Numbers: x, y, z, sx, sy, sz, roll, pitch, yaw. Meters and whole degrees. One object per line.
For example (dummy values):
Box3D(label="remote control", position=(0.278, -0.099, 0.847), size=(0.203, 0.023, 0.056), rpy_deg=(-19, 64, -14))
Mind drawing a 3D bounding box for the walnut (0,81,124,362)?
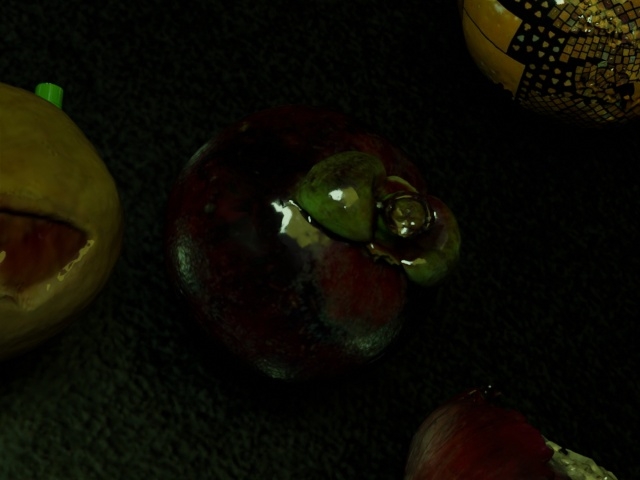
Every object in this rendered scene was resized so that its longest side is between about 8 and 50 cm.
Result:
Box3D(label="walnut", position=(-0.273, 0.001, 0.984), size=(0.297, 0.203, 0.203), rpy_deg=(-15, 75, -34))

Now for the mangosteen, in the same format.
Box3D(label="mangosteen", position=(-0.010, -0.002, 1.087), size=(0.216, 0.216, 0.216), rpy_deg=(9, 66, -20))

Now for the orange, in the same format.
Box3D(label="orange", position=(0.226, -0.210, 1.290), size=(0.234, 0.182, 0.235), rpy_deg=(6, 76, -27))

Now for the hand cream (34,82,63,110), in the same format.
Box3D(label="hand cream", position=(-0.213, -0.061, 1.132), size=(0.036, 0.023, 0.122), rpy_deg=(3, 67, 0))

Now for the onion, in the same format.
Box3D(label="onion", position=(0.149, 0.246, 1.052), size=(0.195, 0.272, 0.272), rpy_deg=(-43, 89, 7))
